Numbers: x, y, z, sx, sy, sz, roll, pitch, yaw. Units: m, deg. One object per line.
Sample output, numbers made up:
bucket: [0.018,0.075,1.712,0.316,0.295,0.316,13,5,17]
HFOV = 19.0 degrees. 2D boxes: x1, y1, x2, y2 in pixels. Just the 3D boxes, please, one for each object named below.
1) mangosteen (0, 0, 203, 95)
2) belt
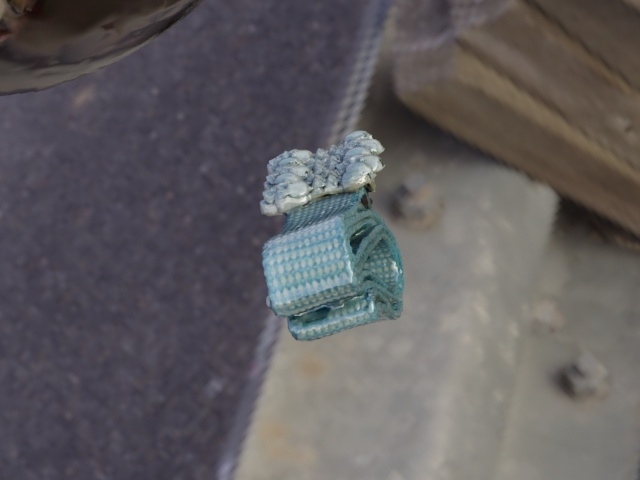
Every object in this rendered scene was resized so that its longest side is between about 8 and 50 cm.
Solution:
mangosteen: [-0.120,-0.127,0.463,0.235,0.235,0.261,-24,26,31]
belt: [0.005,-0.001,0.933,0.065,0.100,0.179,-14,1,6]
